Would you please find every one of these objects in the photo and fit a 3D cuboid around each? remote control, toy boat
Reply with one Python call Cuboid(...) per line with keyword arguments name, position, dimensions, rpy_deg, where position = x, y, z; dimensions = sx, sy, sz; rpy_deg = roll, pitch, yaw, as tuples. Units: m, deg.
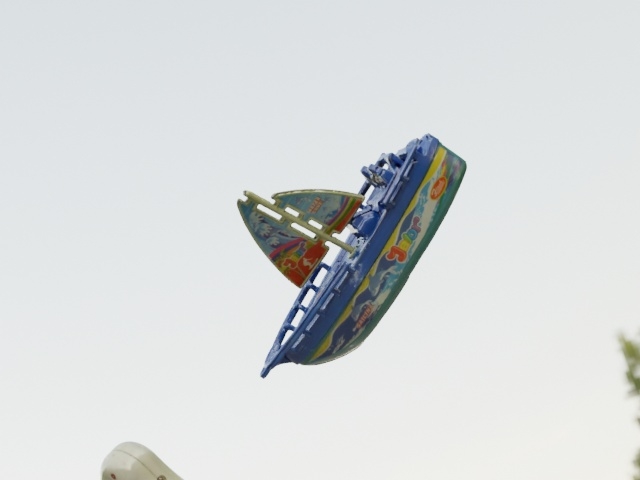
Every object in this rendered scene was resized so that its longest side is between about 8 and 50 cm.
Cuboid(name="remote control", position=(-0.113, 0.171, 0.931), dimensions=(0.032, 0.074, 0.122), rpy_deg=(-46, -7, -35))
Cuboid(name="toy boat", position=(0.000, 0.000, 0.884), dimensions=(0.110, 0.175, 0.091), rpy_deg=(31, -6, -8))
